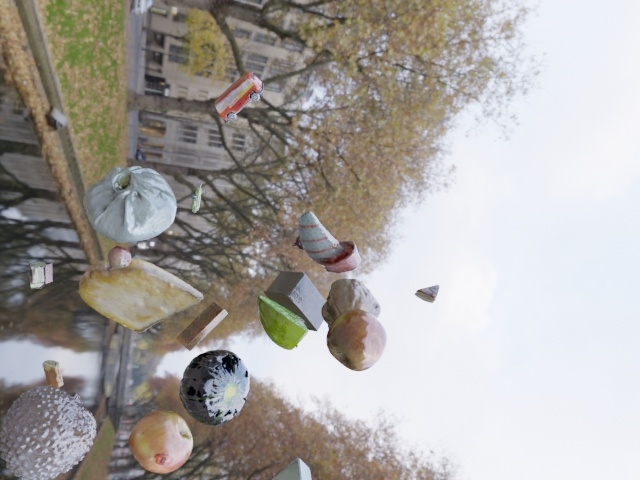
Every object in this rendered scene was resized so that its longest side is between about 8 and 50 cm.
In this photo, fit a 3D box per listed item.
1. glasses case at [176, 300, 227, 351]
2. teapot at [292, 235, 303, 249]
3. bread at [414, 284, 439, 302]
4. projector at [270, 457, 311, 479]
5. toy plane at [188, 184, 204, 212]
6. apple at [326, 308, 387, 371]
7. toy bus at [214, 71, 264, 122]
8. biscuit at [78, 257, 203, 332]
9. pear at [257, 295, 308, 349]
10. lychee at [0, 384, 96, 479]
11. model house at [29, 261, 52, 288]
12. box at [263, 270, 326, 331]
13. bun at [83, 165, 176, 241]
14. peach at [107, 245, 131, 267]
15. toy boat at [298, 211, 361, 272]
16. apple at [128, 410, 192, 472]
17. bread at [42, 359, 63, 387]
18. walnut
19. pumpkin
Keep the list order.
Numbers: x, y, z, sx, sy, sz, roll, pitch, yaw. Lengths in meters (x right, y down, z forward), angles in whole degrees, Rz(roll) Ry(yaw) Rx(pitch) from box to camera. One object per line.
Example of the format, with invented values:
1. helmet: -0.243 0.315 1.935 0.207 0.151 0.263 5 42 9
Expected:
1. glasses case: -0.496 0.360 2.069 0.075 0.218 0.049 30 -24 36
2. teapot: -0.073 0.004 2.108 0.045 0.100 0.067 -61 131 -65
3. bread: 0.415 0.207 1.863 0.043 0.109 0.062 106 -34 -43
4. projector: -0.125 1.080 2.078 0.192 0.099 0.256 -39 -166 2
5. toy plane: -0.455 -0.152 1.798 0.102 0.040 0.111 -81 -164 -64
6. apple: 0.118 0.316 1.579 0.174 0.188 0.188 -49 -176 -26
7. toy bus: -0.259 -0.449 1.542 0.174 0.077 0.079 -34 -145 20
8. biscuit: -0.823 0.231 2.160 0.429 0.446 0.104 -31 -141 28
9. pear: -0.183 0.328 2.003 0.139 0.239 0.288 -48 -175 -4
10. lychee: -0.901 0.626 1.616 0.300 0.300 0.300 -174 -90 -71
11. model house: -0.822 0.104 1.447 0.057 0.058 0.083 27 -65 51
12. box: -0.105 0.282 2.290 0.184 0.273 0.143 0 -135 45
13. bun: -0.721 -0.153 1.883 0.194 0.355 0.354 99 -15 -47
14. peach: -0.711 0.060 1.739 0.083 0.083 0.083 -174 -90 -71
15. toy boat: 0.000 0.000 1.641 0.206 0.282 0.096 -3 -126 37
16. apple: -0.517 0.656 1.598 0.209 0.164 0.209 56 -7 10
17. bread: -0.778 0.388 1.433 0.036 0.047 0.083 -69 166 -63
18. walnut: 0.124 0.289 2.018 0.273 0.227 0.273 -159 -90 -84
19. pumpkin: -0.445 0.582 1.996 0.296 0.296 0.295 -174 -90 -71
